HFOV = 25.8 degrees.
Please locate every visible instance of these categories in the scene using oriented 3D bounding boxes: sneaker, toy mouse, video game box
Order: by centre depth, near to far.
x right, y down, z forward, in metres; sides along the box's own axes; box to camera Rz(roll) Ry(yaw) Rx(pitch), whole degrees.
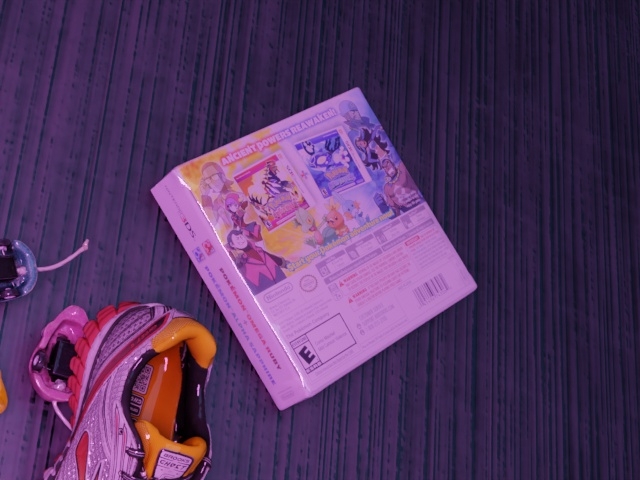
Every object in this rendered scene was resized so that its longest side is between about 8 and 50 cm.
[{"bbox_3d":[-0.118,0.144,0.836,0.088,0.092,0.225,18,76,-37],"label":"sneaker"},{"bbox_3d":[-0.191,0.052,0.881,0.161,0.031,0.143,42,54,-17],"label":"toy mouse"},{"bbox_3d":[0.000,0.000,1.044,0.205,0.048,0.187,-28,89,-42],"label":"video game box"}]
